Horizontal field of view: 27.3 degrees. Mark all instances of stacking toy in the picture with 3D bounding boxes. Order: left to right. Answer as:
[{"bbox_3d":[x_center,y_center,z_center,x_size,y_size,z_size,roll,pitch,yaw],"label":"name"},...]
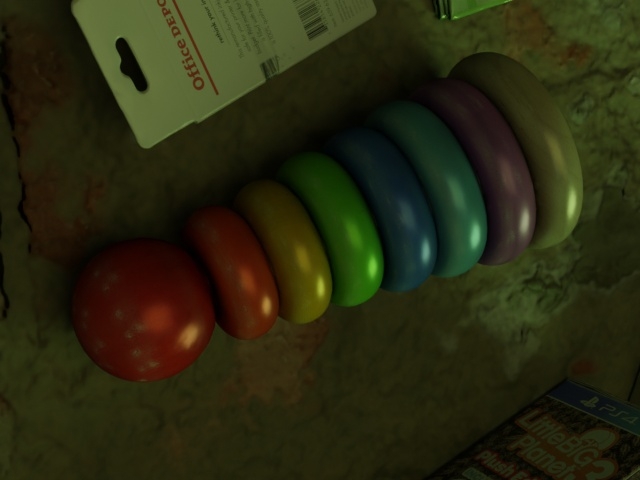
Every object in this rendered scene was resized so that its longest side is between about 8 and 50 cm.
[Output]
[{"bbox_3d":[0.000,0.000,0.847,0.330,0.141,0.141,-25,112,-17],"label":"stacking toy"}]

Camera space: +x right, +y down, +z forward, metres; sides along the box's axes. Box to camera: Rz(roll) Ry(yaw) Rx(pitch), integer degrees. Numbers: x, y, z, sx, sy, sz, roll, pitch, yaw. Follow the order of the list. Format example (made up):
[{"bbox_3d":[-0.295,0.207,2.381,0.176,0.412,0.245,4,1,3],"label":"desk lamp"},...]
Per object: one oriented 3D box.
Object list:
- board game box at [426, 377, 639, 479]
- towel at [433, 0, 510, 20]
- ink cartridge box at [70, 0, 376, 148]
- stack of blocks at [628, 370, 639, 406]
[{"bbox_3d":[0.155,0.286,0.981,0.291,0.141,0.232,-31,114,-20],"label":"board game box"},{"bbox_3d":[0.118,-0.239,0.916,0.113,0.023,0.152,-20,110,-23],"label":"towel"},{"bbox_3d":[-0.066,-0.145,0.812,0.180,0.060,0.104,-33,115,-19],"label":"ink cartridge box"},{"bbox_3d":[0.401,0.155,1.120,0.297,0.087,0.171,20,90,-31],"label":"stack of blocks"}]
